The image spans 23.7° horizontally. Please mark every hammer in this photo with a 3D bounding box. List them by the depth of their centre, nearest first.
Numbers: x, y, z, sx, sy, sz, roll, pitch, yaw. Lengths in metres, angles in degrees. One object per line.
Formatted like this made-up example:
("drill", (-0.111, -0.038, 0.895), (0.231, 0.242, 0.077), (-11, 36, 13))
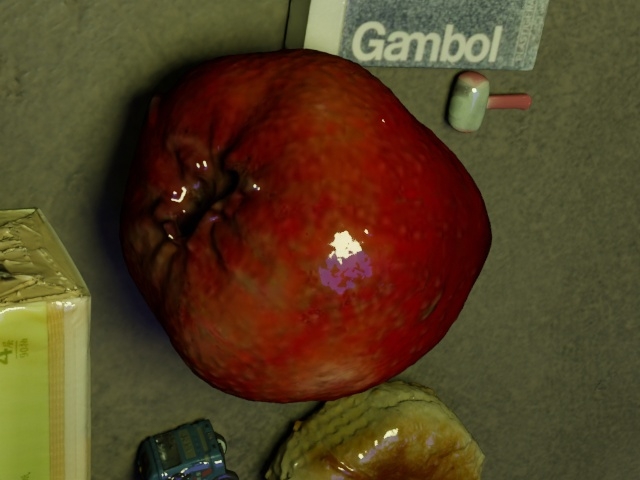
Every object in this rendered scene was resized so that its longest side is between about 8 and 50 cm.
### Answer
("hammer", (0.147, -0.118, 1.295), (0.083, 0.031, 0.053), (-4, 122, -31))

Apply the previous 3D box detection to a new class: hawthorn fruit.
("hawthorn fruit", (0.000, 0.000, 1.162), (0.265, 0.265, 0.307), (-53, 147, 9))

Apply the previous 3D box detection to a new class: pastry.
("pastry", (0.050, 0.217, 1.394), (0.192, 0.093, 0.182), (-34, 127, 0))

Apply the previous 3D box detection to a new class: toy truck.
("toy truck", (-0.112, 0.257, 1.357), (0.088, 0.074, 0.202), (-12, 122, -9))

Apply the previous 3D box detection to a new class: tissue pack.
("tissue pack", (-0.246, 0.111, 1.149), (0.125, 0.159, 0.234), (-7, 120, -24))

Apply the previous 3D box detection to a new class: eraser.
("eraser", (0.080, -0.186, 1.212), (0.212, 0.046, 0.092), (-1, 116, -25))
